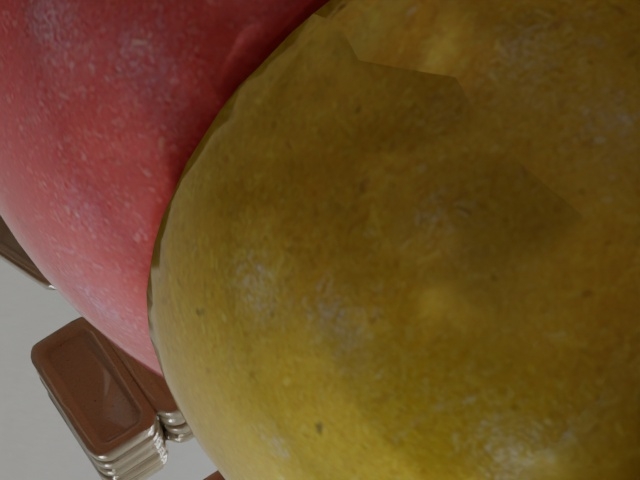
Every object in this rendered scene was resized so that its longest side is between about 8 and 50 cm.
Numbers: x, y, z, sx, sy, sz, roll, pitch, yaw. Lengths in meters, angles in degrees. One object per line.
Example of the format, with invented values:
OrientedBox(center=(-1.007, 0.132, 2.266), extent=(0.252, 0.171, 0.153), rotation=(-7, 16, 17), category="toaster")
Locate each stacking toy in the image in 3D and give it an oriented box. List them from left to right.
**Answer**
OrientedBox(center=(0.049, -0.015, 0.500), extent=(0.350, 0.351, 0.480), rotation=(-7, -131, -21), category="stacking toy")

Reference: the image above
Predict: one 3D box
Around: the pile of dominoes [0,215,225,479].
OrientedBox(center=(0.000, 0.000, 0.783), extent=(0.251, 0.040, 0.196), rotation=(-32, -117, -11), category="pile of dominoes")
